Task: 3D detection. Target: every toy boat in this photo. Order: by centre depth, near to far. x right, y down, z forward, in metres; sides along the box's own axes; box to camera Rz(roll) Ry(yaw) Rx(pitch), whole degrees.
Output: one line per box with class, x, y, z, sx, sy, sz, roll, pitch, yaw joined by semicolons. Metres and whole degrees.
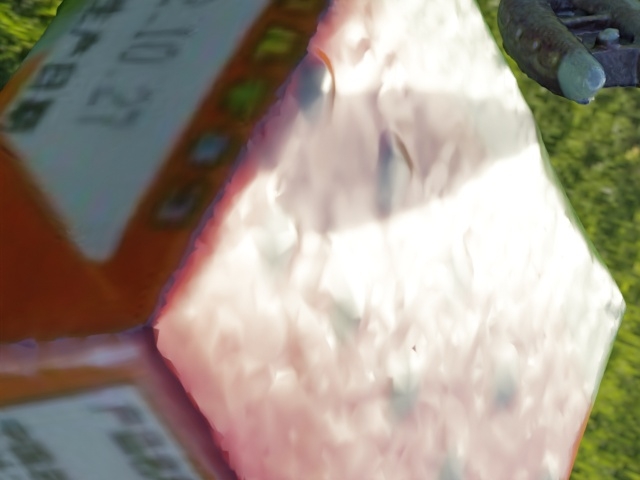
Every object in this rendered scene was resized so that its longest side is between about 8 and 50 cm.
toy boat;0.265;-0.222;1.602;0.155;0.227;0.085;-11;124;-14

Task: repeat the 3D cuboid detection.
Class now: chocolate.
chocolate;-0.005;0.042;0.763;0.360;0.161;0.341;57;43;-34
